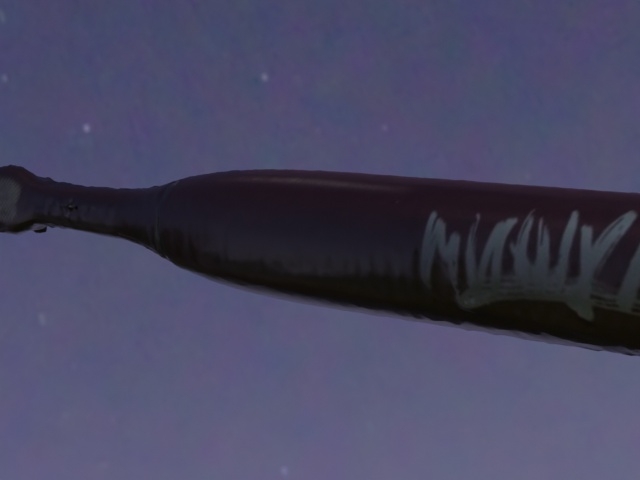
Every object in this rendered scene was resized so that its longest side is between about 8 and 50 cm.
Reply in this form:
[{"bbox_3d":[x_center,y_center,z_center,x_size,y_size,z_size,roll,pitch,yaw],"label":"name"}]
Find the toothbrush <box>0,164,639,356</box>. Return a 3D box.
[{"bbox_3d":[-0.001,0.000,0.531,0.041,0.041,0.364,16,-7,-41],"label":"toothbrush"}]
